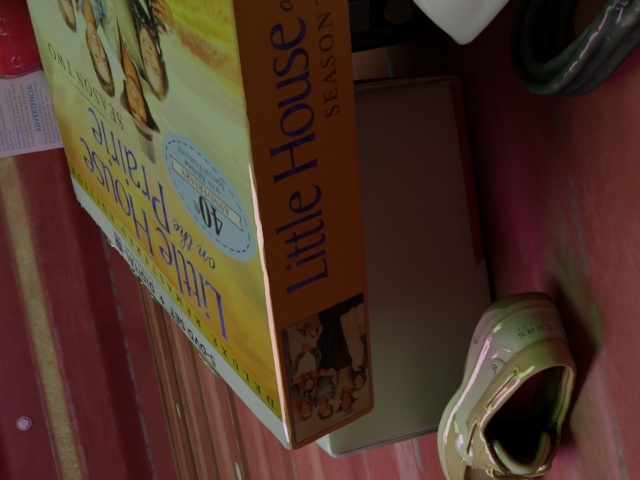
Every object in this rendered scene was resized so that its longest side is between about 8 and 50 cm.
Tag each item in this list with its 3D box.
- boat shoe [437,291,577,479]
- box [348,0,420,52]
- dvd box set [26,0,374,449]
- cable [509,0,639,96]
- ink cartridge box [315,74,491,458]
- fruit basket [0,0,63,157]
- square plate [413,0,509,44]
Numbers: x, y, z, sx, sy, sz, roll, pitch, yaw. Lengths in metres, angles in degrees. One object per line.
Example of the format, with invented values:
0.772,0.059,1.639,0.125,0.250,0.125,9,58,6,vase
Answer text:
0.108,0.109,0.636,0.059,0.063,0.170,-110,17,-48,boat shoe
-0.048,-0.200,0.772,0.233,0.159,0.044,-119,20,-45,box
-0.088,-0.135,0.570,0.307,0.062,0.420,43,148,44,dvd box set
0.124,-0.101,0.401,0.287,0.072,0.139,-143,49,-68,cable
0.000,0.000,0.809,0.306,0.131,0.226,-157,56,-72,ink cartridge box
-0.302,-0.270,1.273,0.165,0.353,0.327,-104,5,-78,fruit basket
0.016,-0.281,0.345,0.347,0.049,0.344,62,157,10,square plate
